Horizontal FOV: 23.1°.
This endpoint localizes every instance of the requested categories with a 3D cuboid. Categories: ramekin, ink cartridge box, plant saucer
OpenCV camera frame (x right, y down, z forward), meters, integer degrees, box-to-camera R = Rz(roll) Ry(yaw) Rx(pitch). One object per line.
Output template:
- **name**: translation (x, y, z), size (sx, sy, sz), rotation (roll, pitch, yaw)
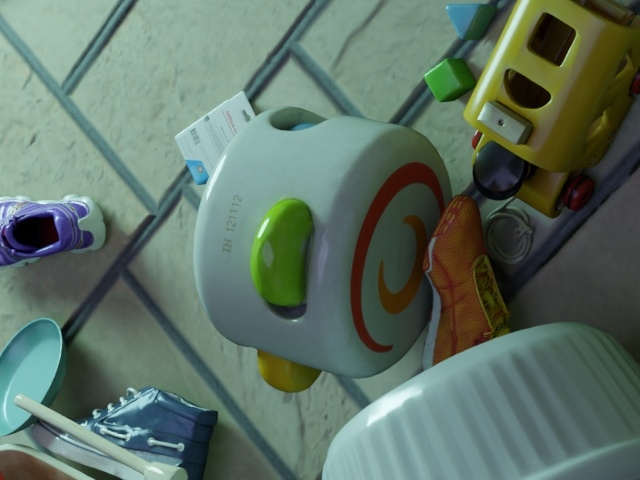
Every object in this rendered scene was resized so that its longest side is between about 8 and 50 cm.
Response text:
- **ramekin**: translation (0.126, 0.163, 1.097), size (0.273, 0.273, 0.127), rotation (-38, 64, 30)
- **ink cartridge box**: translation (-0.077, -0.087, 1.321), size (0.083, 0.028, 0.048), rotation (-31, 80, 32)
- **plant saucer**: translation (-0.270, 0.130, 1.450), size (0.119, 0.021, 0.119), rotation (-31, 41, 33)

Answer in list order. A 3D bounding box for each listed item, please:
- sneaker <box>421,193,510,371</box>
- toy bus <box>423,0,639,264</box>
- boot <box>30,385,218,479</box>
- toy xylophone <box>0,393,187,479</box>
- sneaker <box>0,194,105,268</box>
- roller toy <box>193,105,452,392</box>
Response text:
- **sneaker**: translation (0.115, 0.040, 1.183), size (0.067, 0.064, 0.175), rotation (17, 132, 29)
- **toy bus**: translation (0.156, -0.092, 1.127), size (0.191, 0.104, 0.202), rotation (-17, 87, 33)
- **boot**: translation (-0.174, 0.166, 1.406), size (0.190, 0.069, 0.086), rotation (16, 87, 30)
- **toy xylophone**: translation (-0.199, 0.262, 1.367), size (0.323, 0.081, 0.236), rotation (16, 135, 32)
- **sneaker**: translation (-0.278, -0.010, 1.435), size (0.170, 0.071, 0.068), rotation (-11, 91, 34)
- **roller toy**: translation (0.000, 0.000, 1.190), size (0.146, 0.191, 0.209), rotation (13, 148, 30)
